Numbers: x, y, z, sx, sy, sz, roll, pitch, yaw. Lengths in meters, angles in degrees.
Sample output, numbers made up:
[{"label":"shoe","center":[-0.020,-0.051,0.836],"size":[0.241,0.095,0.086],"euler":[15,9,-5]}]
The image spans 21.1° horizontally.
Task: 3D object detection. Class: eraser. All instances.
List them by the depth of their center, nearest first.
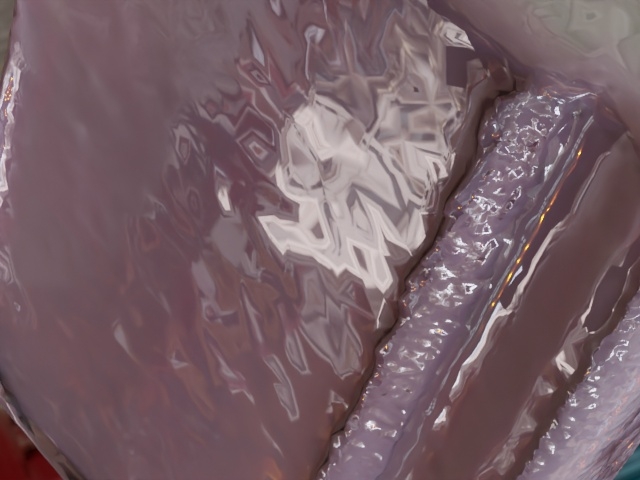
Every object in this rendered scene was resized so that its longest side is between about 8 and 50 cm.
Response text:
[{"label":"eraser","center":[0.000,0.000,0.638],"size":[0.122,0.272,0.359],"euler":[-34,159,-38]}]
